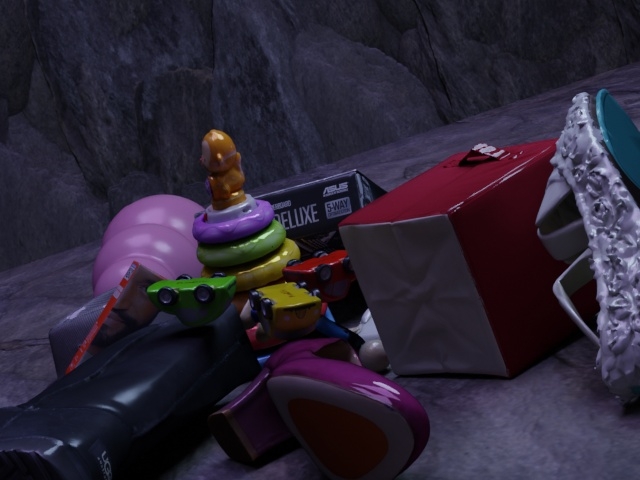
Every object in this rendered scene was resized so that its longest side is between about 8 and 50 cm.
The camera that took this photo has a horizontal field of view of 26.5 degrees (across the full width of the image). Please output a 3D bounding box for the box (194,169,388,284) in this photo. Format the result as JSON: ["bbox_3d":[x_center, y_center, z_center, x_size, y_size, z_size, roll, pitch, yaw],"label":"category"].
[{"bbox_3d":[0.000,0.000,1.919,0.242,0.077,0.307,-14,-17,20],"label":"box"}]

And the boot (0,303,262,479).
[{"bbox_3d":[-0.305,0.196,1.445,0.366,0.146,0.445,-5,15,20],"label":"boot"}]

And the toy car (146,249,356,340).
[{"bbox_3d":[-0.078,0.064,1.480,0.224,0.053,0.239,-4,12,16],"label":"toy car"}]

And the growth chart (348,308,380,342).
[{"bbox_3d":[0.130,0.065,1.643,0.237,0.021,0.172,-42,22,-29],"label":"growth chart"}]

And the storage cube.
[{"bbox_3d":[0.167,0.019,1.448,0.193,0.215,0.183,-31,16,-35],"label":"storage cube"}]

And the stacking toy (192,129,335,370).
[{"bbox_3d":[-0.096,0.006,1.698,0.165,0.302,0.175,-17,19,-4],"label":"stacking toy"}]

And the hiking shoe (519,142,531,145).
[{"bbox_3d":[0.362,-0.087,2.156,0.132,0.113,0.304,15,9,10],"label":"hiking shoe"}]

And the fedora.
[{"bbox_3d":[-0.258,0.130,1.846,0.275,0.124,0.244,-14,10,20],"label":"fedora"}]

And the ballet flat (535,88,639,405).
[{"bbox_3d":[0.269,-0.003,1.278,0.147,0.147,0.409,-16,34,8],"label":"ballet flat"}]

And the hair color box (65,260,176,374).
[{"bbox_3d":[-0.234,0.120,1.692,0.167,0.093,0.053,-59,15,-5],"label":"hair color box"}]

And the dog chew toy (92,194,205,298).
[{"bbox_3d":[-0.260,0.055,2.118,0.206,0.207,0.332,-16,17,11],"label":"dog chew toy"}]

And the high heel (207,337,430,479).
[{"bbox_3d":[0.033,0.128,1.251,0.181,0.127,0.377,-34,12,-26],"label":"high heel"}]

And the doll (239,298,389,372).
[{"bbox_3d":[0.003,0.112,1.563,0.189,0.129,0.046,13,70,35],"label":"doll"}]
